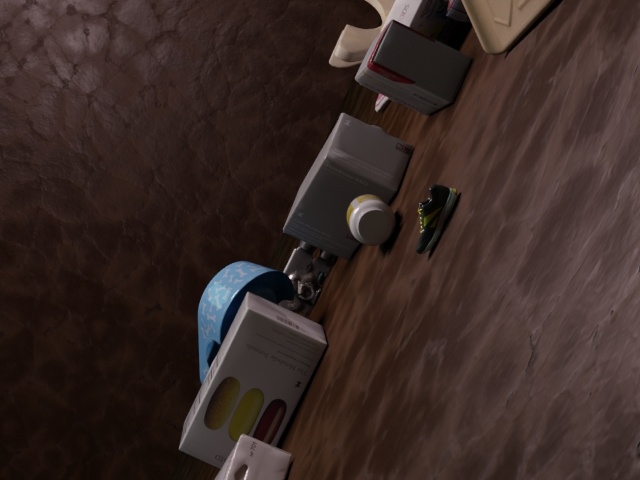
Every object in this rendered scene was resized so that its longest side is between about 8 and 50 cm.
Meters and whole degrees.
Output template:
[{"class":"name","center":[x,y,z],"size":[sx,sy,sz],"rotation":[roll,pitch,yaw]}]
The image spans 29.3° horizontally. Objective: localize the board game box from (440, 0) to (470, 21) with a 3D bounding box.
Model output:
[{"class":"board game box","center":[0.233,-0.388,1.744],"size":[0.194,0.060,0.194],"rotation":[-73,8,-53]}]

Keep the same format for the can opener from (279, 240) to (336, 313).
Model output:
[{"class":"can opener","center":[0.000,0.000,2.205],"size":[0.283,0.076,0.095],"rotation":[-64,6,8]}]

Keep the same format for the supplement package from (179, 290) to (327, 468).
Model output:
[{"class":"supplement package","center":[-0.104,0.225,1.881],"size":[0.134,0.139,0.244],"rotation":[-109,45,-81]}]

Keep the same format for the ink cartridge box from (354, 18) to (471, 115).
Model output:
[{"class":"ink cartridge box","center":[0.129,-0.245,1.753],"size":[0.175,0.127,0.072],"rotation":[-177,112,-84]}]

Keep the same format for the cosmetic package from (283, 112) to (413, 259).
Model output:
[{"class":"cosmetic package","center":[0.040,-0.081,1.916],"size":[0.238,0.127,0.107],"rotation":[120,173,-60]}]

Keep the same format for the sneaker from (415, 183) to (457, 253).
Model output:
[{"class":"sneaker","center":[0.122,-0.026,1.364],"size":[0.031,0.035,0.083],"rotation":[-93,27,-80]}]

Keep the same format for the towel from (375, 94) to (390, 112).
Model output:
[{"class":"towel","center":[0.162,-0.366,2.476],"size":[0.144,0.029,0.197],"rotation":[127,166,-69]}]

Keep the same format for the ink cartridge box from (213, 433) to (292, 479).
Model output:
[{"class":"ink cartridge box","center":[-0.120,0.378,1.685],"size":[0.191,0.082,0.140],"rotation":[122,170,-47]}]

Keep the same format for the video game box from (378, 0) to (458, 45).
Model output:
[{"class":"video game box","center":[0.170,-0.359,1.894],"size":[0.187,0.048,0.205],"rotation":[-21,-37,-54]}]

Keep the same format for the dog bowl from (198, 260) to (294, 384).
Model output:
[{"class":"dog bowl","center":[-0.129,0.161,2.035],"size":[0.166,0.074,0.297],"rotation":[-30,-43,-36]}]

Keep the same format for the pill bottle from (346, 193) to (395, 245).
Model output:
[{"class":"pill bottle","center":[0.071,-0.027,1.700],"size":[0.116,0.065,0.065],"rotation":[-101,36,-82]}]

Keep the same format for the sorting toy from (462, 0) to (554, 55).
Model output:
[{"class":"sorting toy","center":[0.202,-0.328,1.373],"size":[0.038,0.193,0.208],"rotation":[-21,-6,-17]}]

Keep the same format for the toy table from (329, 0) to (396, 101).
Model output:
[{"class":"toy table","center":[0.130,-0.381,2.173],"size":[0.252,0.161,0.274],"rotation":[-73,8,-54]}]
